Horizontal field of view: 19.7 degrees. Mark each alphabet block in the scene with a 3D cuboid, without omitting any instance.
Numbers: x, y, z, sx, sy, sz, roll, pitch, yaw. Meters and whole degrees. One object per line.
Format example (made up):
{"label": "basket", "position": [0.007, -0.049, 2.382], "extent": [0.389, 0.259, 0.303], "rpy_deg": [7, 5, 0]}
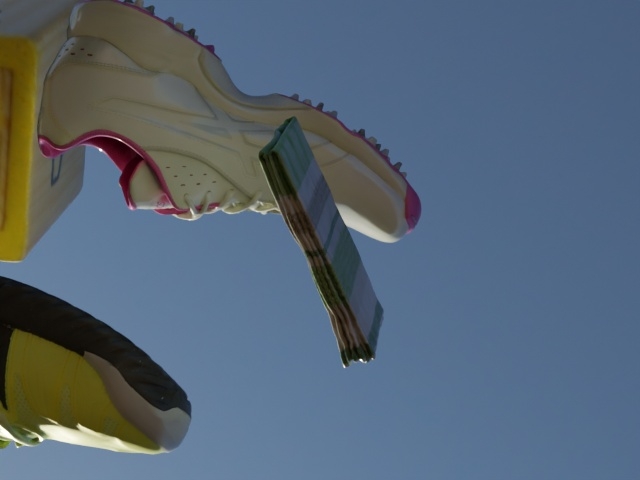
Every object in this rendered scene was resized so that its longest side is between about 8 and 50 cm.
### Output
{"label": "alphabet block", "position": [-0.308, -0.110, 1.559], "extent": [0.192, 0.197, 0.193], "rpy_deg": [6, -71, 6]}

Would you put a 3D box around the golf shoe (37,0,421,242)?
{"label": "golf shoe", "position": [-0.073, -0.059, 1.390], "extent": [0.306, 0.140, 0.115], "rpy_deg": [28, -17, -8]}

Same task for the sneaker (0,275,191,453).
{"label": "sneaker", "position": [-0.269, 0.094, 1.264], "extent": [0.385, 0.147, 0.145], "rpy_deg": [14, -18, 20]}

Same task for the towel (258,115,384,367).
{"label": "towel", "position": [0.000, 0.000, 1.200], "extent": [0.023, 0.113, 0.152], "rpy_deg": [-23, -80, 10]}
